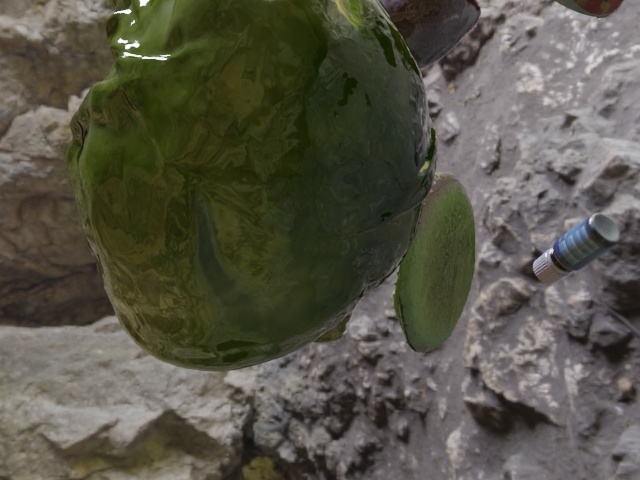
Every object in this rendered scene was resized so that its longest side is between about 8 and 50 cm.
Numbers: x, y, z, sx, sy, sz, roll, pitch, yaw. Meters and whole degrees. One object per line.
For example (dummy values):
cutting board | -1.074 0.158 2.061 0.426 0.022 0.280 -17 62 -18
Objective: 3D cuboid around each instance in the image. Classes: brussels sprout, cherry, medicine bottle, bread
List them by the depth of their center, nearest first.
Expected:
brussels sprout | -0.053 -0.089 0.614 0.361 0.342 0.426 3 89 54
cherry | 0.150 -0.340 0.962 0.140 0.176 0.176 61 174 -4
bread | 0.192 0.036 1.012 0.301 0.045 0.302 -15 -73 -57
medicine bottle | 0.560 0.024 1.388 0.203 0.083 0.084 126 151 -49

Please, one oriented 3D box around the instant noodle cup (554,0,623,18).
instant noodle cup | 0.454 -0.511 1.026 0.200 0.264 0.265 122 155 -46
